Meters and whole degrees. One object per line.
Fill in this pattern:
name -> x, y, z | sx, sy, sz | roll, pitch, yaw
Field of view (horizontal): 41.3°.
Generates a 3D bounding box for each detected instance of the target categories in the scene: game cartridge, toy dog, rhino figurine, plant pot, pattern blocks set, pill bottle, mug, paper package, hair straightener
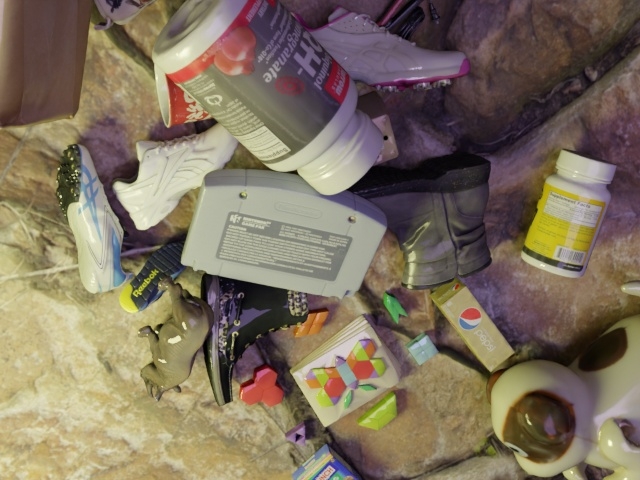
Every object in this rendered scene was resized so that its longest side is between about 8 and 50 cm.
game cartridge -> -0.055, -0.012, 1.335 | 0.294, 0.060, 0.196 | 12, 131, -14
toy dog -> 0.517, 0.300, 1.563 | 0.408, 0.284, 0.395 | -13, 110, -9
rhino figurine -> -0.244, 0.176, 1.387 | 0.073, 0.106, 0.243 | -21, 144, -52
plant pot -> 0.070, -0.168, 1.378 | 0.109, 0.096, 0.109 | -21, 111, -8
pattern blocks set -> 0.045, 0.240, 1.544 | 0.325, 0.026, 0.285 | -45, 114, 2
pill bottle -> 0.443, -0.049, 1.510 | 0.119, 0.119, 0.208 | 11, 104, -19
mug -> -0.155, -0.249, 1.274 | 0.169, 0.113, 0.150 | -9, 139, -17
paper package -> -0.450, -0.339, 1.066 | 0.309, 0.168, 0.325 | 19, 107, 20
pill bottle -> -0.061, -0.208, 1.180 | 0.176, 0.176, 0.318 | -47, 119, 3
hair straightener -> 0.158, -0.370, 1.362 | 0.089, 0.047, 0.230 | 35, 96, -22

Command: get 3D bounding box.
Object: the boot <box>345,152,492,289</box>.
boot -> 0.143, -0.013, 1.441 | 0.338, 0.118, 0.222 | -8, 113, -12

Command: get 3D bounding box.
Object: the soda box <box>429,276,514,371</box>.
soda box -> 0.280, 0.154, 1.564 | 0.061, 0.058, 0.181 | -39, 113, -1

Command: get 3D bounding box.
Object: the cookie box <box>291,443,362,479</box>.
cookie box -> 0.015, 0.451, 1.597 | 0.092, 0.040, 0.107 | -42, 113, 2

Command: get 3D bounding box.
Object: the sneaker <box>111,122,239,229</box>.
sneaker -> -0.227, -0.125, 1.316 | 0.232, 0.090, 0.115 | -41, 110, -1

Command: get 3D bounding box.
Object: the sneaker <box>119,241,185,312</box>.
sneaker -> -0.267, 0.060, 1.386 | 0.053, 0.059, 0.144 | 43, 79, 9

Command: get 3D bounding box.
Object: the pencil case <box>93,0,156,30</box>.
pencil case -> -0.153, -0.438, 1.193 | 0.410, 0.160, 0.183 | -23, 98, -8

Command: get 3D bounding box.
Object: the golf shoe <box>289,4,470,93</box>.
golf shoe -> 0.076, -0.293, 1.304 | 0.306, 0.115, 0.140 | -1, 96, 3

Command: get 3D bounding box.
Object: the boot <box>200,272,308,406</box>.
boot -> -0.108, 0.161, 1.441 | 0.179, 0.085, 0.236 | -6, 106, -16

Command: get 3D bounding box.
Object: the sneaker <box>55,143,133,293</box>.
sneaker -> -0.350, -0.037, 1.321 | 0.086, 0.085, 0.237 | -21, 111, -37
